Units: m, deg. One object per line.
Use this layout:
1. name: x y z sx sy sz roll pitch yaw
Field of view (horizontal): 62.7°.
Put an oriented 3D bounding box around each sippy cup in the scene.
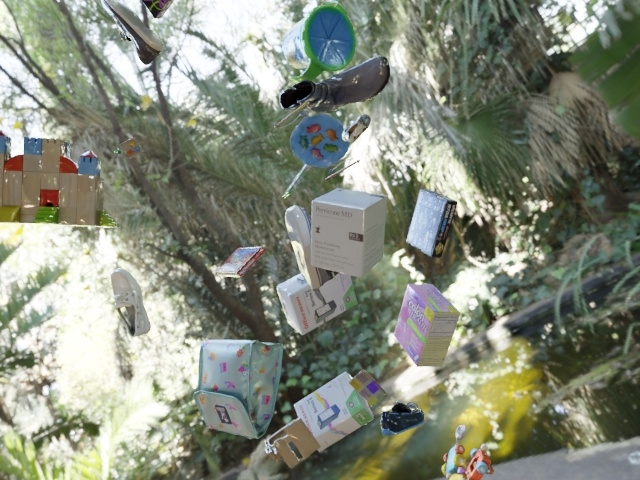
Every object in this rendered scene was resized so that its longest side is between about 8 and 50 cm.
1. sippy cup: -0.024 -0.748 2.001 0.305 0.240 0.224 -35 25 -28

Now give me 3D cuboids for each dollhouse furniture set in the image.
1. dollhouse furniture set: -0.110 0.574 1.568 0.144 0.123 0.151 -34 22 -9

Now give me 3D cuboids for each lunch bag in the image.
1. lunch bag: -0.239 0.419 1.503 0.223 0.262 0.160 -6 -17 37

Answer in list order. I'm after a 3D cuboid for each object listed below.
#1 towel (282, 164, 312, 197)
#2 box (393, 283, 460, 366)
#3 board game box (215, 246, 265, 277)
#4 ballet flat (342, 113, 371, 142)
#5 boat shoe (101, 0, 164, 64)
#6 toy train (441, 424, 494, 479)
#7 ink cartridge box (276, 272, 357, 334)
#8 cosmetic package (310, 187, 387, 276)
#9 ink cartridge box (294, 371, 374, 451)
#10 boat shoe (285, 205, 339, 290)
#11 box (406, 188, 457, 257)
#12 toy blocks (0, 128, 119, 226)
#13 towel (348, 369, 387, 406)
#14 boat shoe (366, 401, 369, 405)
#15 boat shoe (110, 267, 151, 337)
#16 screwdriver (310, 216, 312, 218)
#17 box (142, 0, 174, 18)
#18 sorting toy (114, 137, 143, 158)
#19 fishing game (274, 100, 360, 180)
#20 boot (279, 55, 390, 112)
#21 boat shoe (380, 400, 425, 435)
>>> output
1. towel: -0.084 -0.224 1.966 0.152 0.023 0.113 -56 9 -11
2. box: 0.401 0.323 2.015 0.117 0.213 0.242 4 -66 -20
3. board game box: -0.326 0.085 2.110 0.145 0.027 0.281 -50 20 -21
4. ballet flat: 0.082 -0.262 1.273 0.041 0.041 0.114 -22 -10 -34
5. boat shoe: -0.441 -0.482 1.198 0.065 0.206 0.075 -49 -14 22
6. toy train: 0.284 0.426 0.998 0.125 0.046 0.166 -63 -1 3
7. ink cartridge box: -0.010 0.216 2.079 0.273 0.198 0.115 -28 29 -22
8. cosmetic package: 0.075 -0.026 1.377 0.151 0.183 0.151 11 24 26
9. ink cartridge box: 0.041 0.555 1.707 0.212 0.154 0.093 -34 -48 4
10. boat shoe: 0.000 0.000 1.620 0.158 0.127 0.340 -27 -39 -14
11. box: 0.411 -0.066 1.958 0.051 0.220 0.175 6 16 -26
12. toy blocks: -0.774 -0.174 1.488 0.382 0.260 0.191 2 -1 -8
13. towel: 0.109 0.344 1.226 0.060 0.083 0.009 -46 -4 29
14. boat shoe: 0.199 0.635 2.114 0.100 0.035 0.035 -29 -49 9
15. boat shoe: -0.738 0.237 2.005 0.098 0.277 0.096 -25 -2 15
16. screwdriver: 0.002 -0.067 1.765 0.025 0.170 0.024 -61 15 18
17. box: -0.390 -0.640 1.277 0.162 0.116 0.029 -31 7 37
18. sorting toy: -0.654 -0.306 1.785 0.083 0.012 0.062 -27 -52 2
19. fishing game: 0.001 -0.297 1.604 0.189 0.264 0.041 -27 35 24
20. boot: 0.043 -0.490 1.693 0.338 0.118 0.223 -22 -6 42
21. boat shoe: 0.287 0.592 1.785 0.109 0.089 0.258 -18 -14 25
